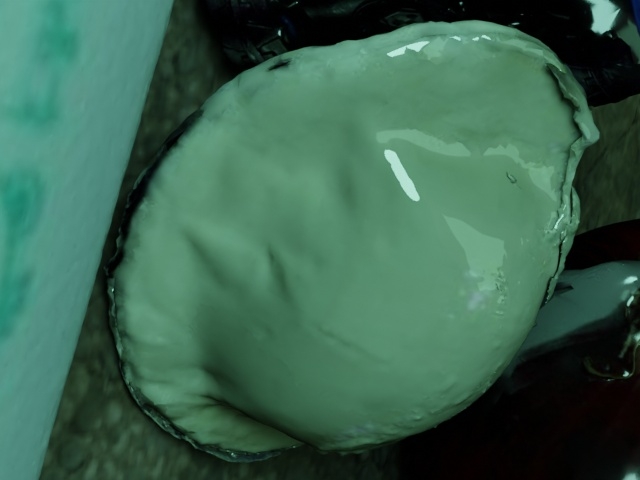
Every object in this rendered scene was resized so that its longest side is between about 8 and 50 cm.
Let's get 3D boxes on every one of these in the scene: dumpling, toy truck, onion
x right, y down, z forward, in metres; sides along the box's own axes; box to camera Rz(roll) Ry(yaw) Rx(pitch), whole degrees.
[{"bbox_3d":[0.000,0.000,0.729,0.172,0.142,0.247,13,126,-30],"label":"dumpling"},{"bbox_3d":[0.057,-0.146,0.768,0.213,0.161,0.177,34,54,-53],"label":"toy truck"},{"bbox_3d":[0.178,0.122,0.927,0.273,0.273,0.285,-43,153,-39],"label":"onion"}]

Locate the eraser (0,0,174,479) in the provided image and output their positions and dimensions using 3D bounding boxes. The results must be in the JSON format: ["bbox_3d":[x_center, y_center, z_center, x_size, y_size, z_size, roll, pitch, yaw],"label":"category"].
[{"bbox_3d":[-0.138,-0.051,0.544,0.189,0.104,0.290,17,87,-55],"label":"eraser"}]
